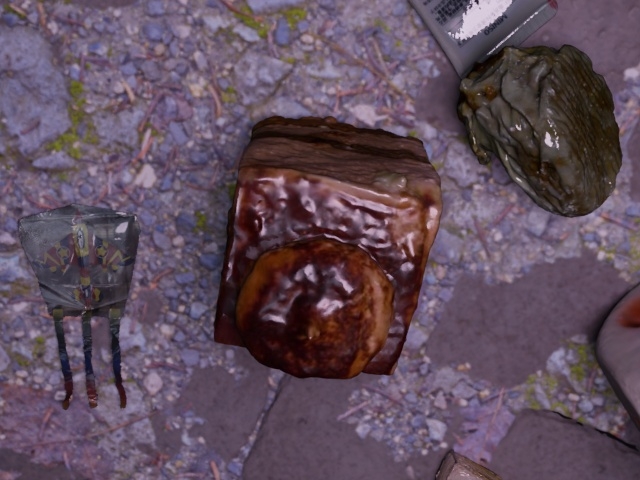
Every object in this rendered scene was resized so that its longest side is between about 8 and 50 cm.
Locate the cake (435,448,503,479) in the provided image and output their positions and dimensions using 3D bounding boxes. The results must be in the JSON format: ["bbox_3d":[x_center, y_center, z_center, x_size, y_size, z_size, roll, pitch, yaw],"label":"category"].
[{"bbox_3d":[0.193,0.297,0.968,0.121,0.052,0.065,26,97,-3],"label":"cake"}]

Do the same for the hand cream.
[{"bbox_3d":[0.093,-0.323,0.844,0.124,0.078,0.340,-41,105,10],"label":"hand cream"}]

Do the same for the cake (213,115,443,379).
[{"bbox_3d":[0.000,0.000,0.795,0.196,0.293,0.198,12,107,0],"label":"cake"}]

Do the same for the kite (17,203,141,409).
[{"bbox_3d":[-0.271,0.079,0.966,0.141,0.015,0.245,-1,98,5],"label":"kite"}]

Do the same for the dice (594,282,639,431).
[{"bbox_3d":[0.445,0.153,0.817,0.251,0.259,0.243,-31,100,9],"label":"dice"}]

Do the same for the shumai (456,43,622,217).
[{"bbox_3d":[0.204,-0.103,0.835,0.142,0.184,0.184,-16,103,42],"label":"shumai"}]
